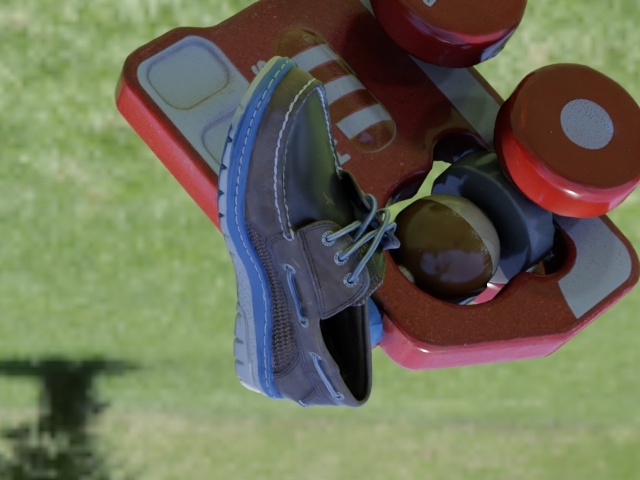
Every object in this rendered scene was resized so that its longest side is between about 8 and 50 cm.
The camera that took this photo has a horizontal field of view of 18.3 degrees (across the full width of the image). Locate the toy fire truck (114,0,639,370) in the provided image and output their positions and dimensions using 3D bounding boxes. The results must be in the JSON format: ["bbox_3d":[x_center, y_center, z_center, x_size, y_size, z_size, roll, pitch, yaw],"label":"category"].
[{"bbox_3d":[0.046,-0.042,1.259,0.254,0.302,0.169,-33,169,-31],"label":"toy fire truck"}]

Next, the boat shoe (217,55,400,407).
[{"bbox_3d":[0.000,0.000,0.873,0.066,0.066,0.183,17,137,21],"label":"boat shoe"}]
